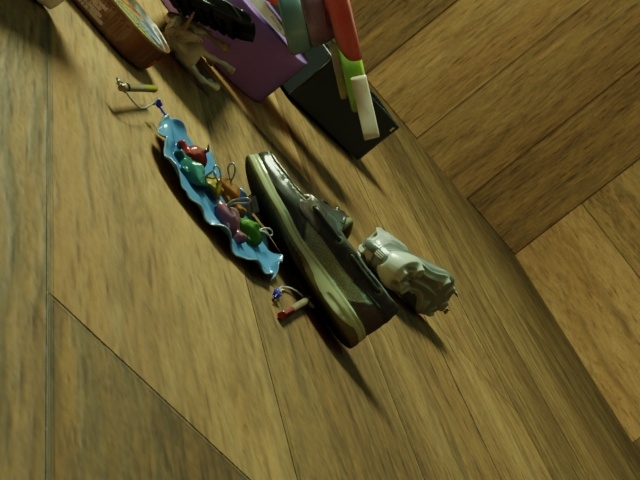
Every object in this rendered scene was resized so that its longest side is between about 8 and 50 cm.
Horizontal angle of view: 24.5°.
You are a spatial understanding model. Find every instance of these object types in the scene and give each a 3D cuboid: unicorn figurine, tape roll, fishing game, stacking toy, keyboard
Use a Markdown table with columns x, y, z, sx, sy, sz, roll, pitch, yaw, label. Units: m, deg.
| x | y | z | sx | sy | sz | roll | pitch | yaw | label |
| --- | --- | --- | --- | --- | --- | --- | --- | --- | --- |
| -0.151 | -0.230 | 1.735 | 0.111 | 0.060 | 0.162 | 35 | 2 | -31 | unicorn figurine |
| -0.137 | -0.326 | 2.046 | 0.275 | 0.090 | 0.275 | 49 | 9 | -10 | tape roll |
| -0.086 | -0.045 | 1.359 | 0.264 | 0.041 | 0.189 | 55 | 9 | 4 | fishing game |
| -0.016 | -0.281 | 2.014 | 0.309 | 0.130 | 0.280 | -95 | 172 | -69 | stacking toy |
| -0.167 | -0.290 | 1.740 | 0.201 | 0.033 | 0.317 | 31 | 1 | -4 | keyboard |

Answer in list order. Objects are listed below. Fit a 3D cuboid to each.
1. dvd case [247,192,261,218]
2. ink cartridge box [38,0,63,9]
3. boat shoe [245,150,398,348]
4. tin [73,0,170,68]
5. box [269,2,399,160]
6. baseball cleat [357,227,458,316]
| x | y | z | sx | sy | sz | roll | pitch | yaw | label |
| --- | --- | --- | --- | --- | --- | --- | --- | --- | --- |
| -0.002 | 0.014 | 1.613 | 0.164 | 0.018 | 0.221 | 52 | 9 | 5 | dvd case |
| -0.310 | -0.380 | 1.277 | 0.306 | 0.131 | 0.226 | 57 | 10 | 21 | ink cartridge box |
| 0.000 | 0.000 | 1.449 | 0.223 | 0.073 | 0.080 | 59 | -12 | 22 | boat shoe |
| -0.227 | -0.253 | 1.491 | 0.190 | 0.040 | 0.106 | 49 | 5 | -14 | tin |
| 0.003 | -0.276 | 2.494 | 0.184 | 0.103 | 0.261 | 54 | 9 | 35 | box |
| 0.113 | 0.035 | 1.933 | 0.109 | 0.072 | 0.206 | 49 | 3 | 26 | baseball cleat |
